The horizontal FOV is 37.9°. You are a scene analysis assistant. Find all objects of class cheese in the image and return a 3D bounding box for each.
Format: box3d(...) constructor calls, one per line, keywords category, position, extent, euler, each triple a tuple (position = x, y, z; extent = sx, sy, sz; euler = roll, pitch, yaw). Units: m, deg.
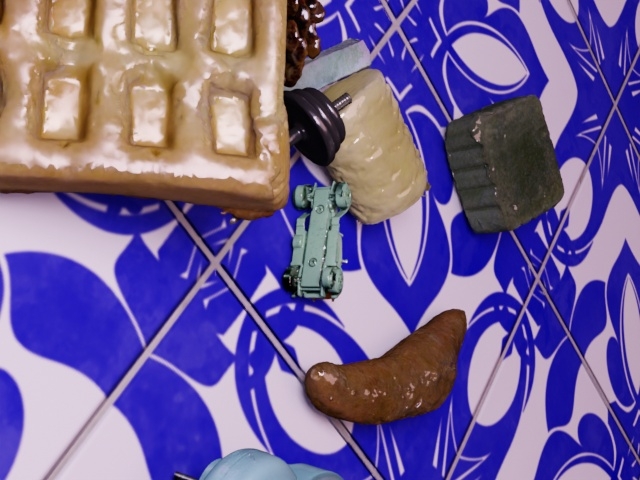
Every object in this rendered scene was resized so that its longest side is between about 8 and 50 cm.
box3d(category="cheese", position=(0.059, -0.114, 1.154), extent=(0.123, 0.094, 0.167), euler=(-38, 121, -17))

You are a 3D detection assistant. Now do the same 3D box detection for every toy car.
box3d(category="toy car", position=(0.000, 0.000, 1.105), extent=(0.054, 0.073, 0.143), euler=(33, 59, -58))

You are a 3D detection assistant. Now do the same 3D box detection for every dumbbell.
box3d(category="dumbbell", position=(-0.047, -0.103, 1.026), extent=(0.208, 0.099, 0.099), euler=(-37, 113, -18))

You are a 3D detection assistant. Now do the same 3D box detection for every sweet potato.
box3d(category="sweet potato", position=(0.112, 0.169, 1.185), extent=(0.341, 0.092, 0.114), euler=(-15, 79, -49))

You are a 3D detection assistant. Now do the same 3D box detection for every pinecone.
box3d(category="pinecone", position=(-0.069, -0.229, 1.000), extent=(0.165, 0.163, 0.163), euler=(-20, 99, -55))

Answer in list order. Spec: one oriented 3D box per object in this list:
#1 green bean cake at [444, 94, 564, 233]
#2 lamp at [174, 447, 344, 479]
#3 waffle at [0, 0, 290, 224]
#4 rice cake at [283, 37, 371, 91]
box3d(category="green bean cake", position=(0.275, -0.115, 1.409), extent=(0.185, 0.094, 0.183), euler=(-27, 105, -46))
box3d(category="lamp", position=(-0.043, 0.321, 0.949), extent=(0.284, 0.147, 0.209), euler=(49, 53, -31))
box3d(category="waffle", position=(-0.185, -0.177, 0.817), extent=(0.348, 0.077, 0.304), euler=(4, 81, -18))
box3d(category="rice cake", position=(-0.006, -0.209, 1.158), extent=(0.211, 0.034, 0.043), euler=(-34, 117, -46))
